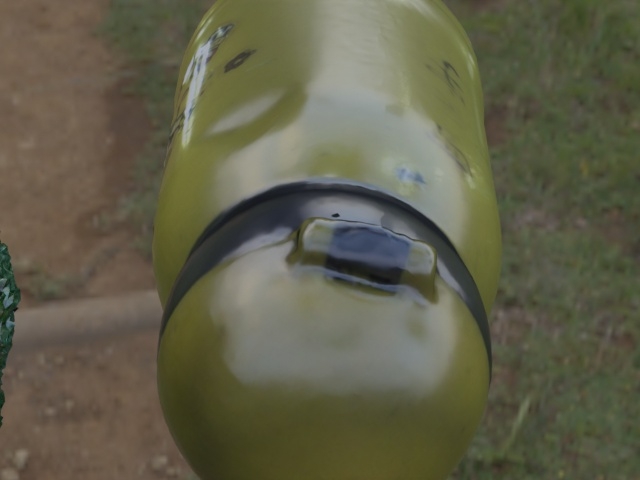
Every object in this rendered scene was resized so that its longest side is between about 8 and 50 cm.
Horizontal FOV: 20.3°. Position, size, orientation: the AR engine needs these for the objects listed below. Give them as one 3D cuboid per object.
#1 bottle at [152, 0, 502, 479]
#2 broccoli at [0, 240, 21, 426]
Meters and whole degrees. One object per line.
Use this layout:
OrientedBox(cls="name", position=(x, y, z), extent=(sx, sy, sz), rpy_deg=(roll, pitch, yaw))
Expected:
OrientedBox(cls="bottle", position=(0.000, 0.000, 0.850), extent=(0.172, 0.171, 0.351), rpy_deg=(4, 28, 0))
OrientedBox(cls="broccoli", position=(-0.257, 0.065, 0.688), extent=(0.308, 0.275, 0.307), rpy_deg=(-19, 39, 16))
